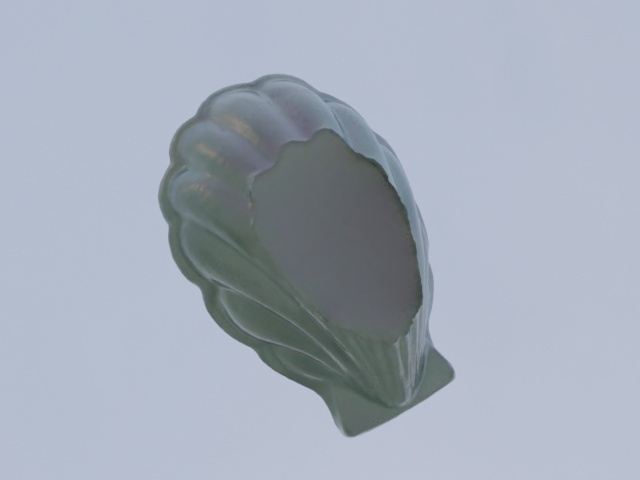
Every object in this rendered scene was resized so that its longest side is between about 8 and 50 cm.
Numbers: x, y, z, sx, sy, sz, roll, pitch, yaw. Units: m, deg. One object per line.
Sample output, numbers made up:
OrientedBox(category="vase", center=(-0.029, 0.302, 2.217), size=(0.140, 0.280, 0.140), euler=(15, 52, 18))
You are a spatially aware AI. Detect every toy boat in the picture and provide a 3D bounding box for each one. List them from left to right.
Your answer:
OrientedBox(category="toy boat", center=(0.000, 0.000, 1.405), size=(0.199, 0.100, 0.290), euler=(-29, -94, -16))
